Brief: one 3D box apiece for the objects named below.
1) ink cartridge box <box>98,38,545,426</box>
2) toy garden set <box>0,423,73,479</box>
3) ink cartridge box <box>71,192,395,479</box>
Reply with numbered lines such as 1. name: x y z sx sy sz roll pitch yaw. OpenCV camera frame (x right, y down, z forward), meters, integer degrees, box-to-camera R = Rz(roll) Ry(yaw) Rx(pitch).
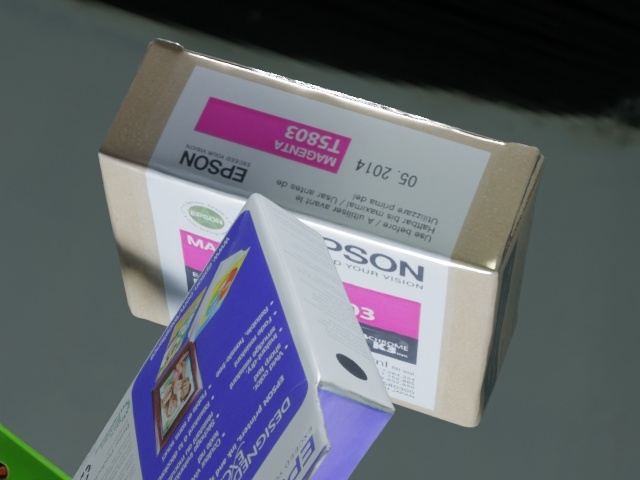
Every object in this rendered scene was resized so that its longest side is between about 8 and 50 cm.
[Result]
1. ink cartridge box: 0.000 0.000 1.087 0.193 0.235 0.088 87 -156 -59
2. toy garden set: -0.219 0.241 1.136 0.244 0.204 0.049 -50 8 4
3. ink cartridge box: -0.050 0.112 0.719 0.206 0.045 0.208 -57 20 17
